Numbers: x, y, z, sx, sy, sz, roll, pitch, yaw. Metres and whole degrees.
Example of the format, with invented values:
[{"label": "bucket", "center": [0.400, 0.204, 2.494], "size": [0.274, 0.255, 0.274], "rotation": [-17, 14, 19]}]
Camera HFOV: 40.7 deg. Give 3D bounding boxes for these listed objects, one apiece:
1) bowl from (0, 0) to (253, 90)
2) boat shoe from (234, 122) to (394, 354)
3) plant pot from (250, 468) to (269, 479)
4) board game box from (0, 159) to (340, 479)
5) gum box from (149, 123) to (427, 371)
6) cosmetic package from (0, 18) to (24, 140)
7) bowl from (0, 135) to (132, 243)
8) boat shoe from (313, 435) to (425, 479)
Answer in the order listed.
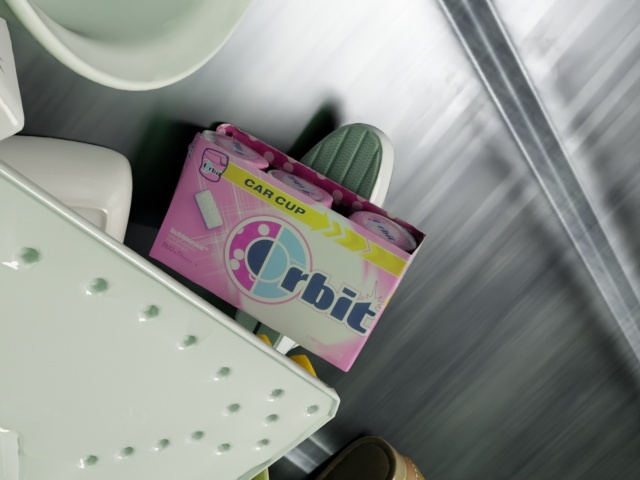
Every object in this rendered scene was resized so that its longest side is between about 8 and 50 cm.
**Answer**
[{"label": "bowl", "center": [-0.125, -0.230, 0.414], "size": [0.134, 0.298, 0.298], "rotation": [14, 129, 18]}, {"label": "boat shoe", "center": [0.000, 0.000, 0.736], "size": [0.076, 0.083, 0.226], "rotation": [-5, 132, -57]}, {"label": "plant pot", "center": [-0.184, 0.304, 0.765], "size": [0.293, 0.275, 0.275], "rotation": [-6, 127, -5]}, {"label": "board game box", "center": [-0.235, 0.130, 0.496], "size": [0.390, 0.050, 0.390], "rotation": [-38, 139, 8]}, {"label": "gum box", "center": [-0.030, 0.001, 0.658], "size": [0.188, 0.062, 0.107], "rotation": [30, 112, 6]}, {"label": "cosmetic package", "center": [-0.410, -0.073, 0.416], "size": [0.453, 0.161, 0.230], "rotation": [-27, 130, -4]}, {"label": "bowl", "center": [-0.211, -0.002, 0.638], "size": [0.142, 0.053, 0.142], "rotation": [3, 123, -29]}, {"label": "boat shoe", "center": [-0.009, 0.352, 0.959], "size": [0.307, 0.111, 0.104], "rotation": [-38, 131, 6]}]
